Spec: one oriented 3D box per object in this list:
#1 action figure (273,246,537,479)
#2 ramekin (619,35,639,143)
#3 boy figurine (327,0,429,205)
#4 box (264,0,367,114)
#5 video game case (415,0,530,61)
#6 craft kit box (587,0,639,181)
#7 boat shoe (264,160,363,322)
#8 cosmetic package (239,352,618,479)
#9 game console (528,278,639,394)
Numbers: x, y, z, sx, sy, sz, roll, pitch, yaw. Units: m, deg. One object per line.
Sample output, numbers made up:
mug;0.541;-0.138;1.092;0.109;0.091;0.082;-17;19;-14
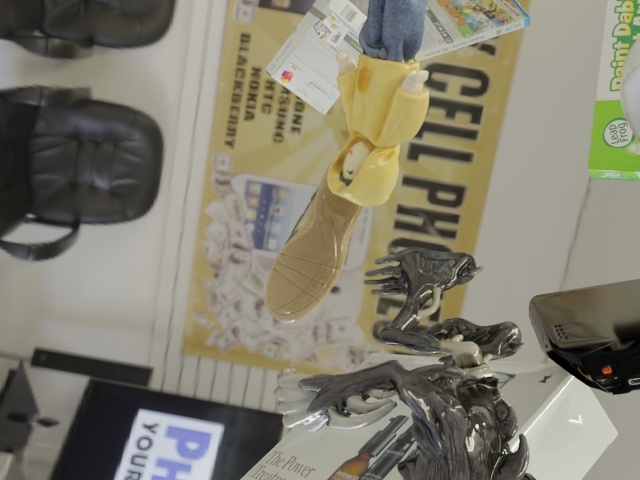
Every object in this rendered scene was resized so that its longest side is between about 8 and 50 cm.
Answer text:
action figure;0.065;0.121;0.526;0.164;0.141;0.275;56;23;-18
ramekin;0.326;-0.107;0.608;0.109;0.207;0.207;-44;175;-6
boy figurine;0.065;-0.182;0.979;0.177;0.092;0.285;40;-53;51
box;0.011;-0.339;1.463;0.186;0.145;0.038;-53;-139;10
video game case;0.174;-0.292;1.069;0.015;0.166;0.119;73;-2;-46
craft kit box;0.436;-0.185;0.892;0.061;0.247;0.249;17;80;-61
boat shoe;0.000;0.000;1.315;0.092;0.103;0.285;23;91;-87
cosmetic package;0.081;0.249;0.877;0.284;0.097;0.377;-38;-167;-26
game console;0.377;0.061;0.720;0.213;0.361;0.044;-57;137;-78
